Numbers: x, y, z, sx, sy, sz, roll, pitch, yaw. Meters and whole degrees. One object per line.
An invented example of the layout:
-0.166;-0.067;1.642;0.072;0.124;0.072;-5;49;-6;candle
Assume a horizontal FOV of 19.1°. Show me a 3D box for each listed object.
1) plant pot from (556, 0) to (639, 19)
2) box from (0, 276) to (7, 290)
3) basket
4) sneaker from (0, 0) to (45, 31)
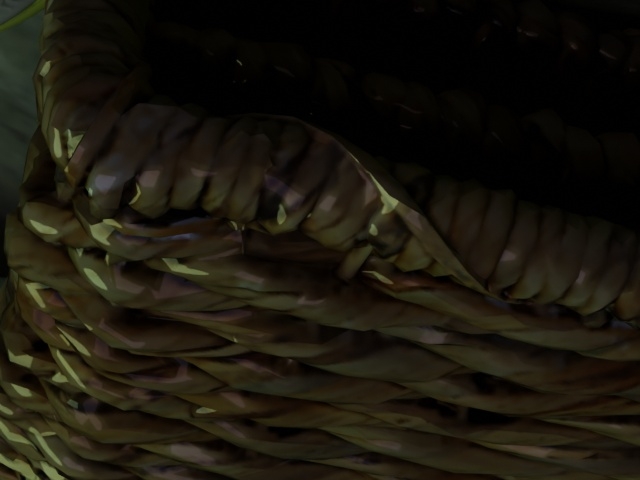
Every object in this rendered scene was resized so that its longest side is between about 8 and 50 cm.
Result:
0.204;-0.150;0.326;0.353;0.366;0.366;8;122;33;plant pot
-0.080;0.147;0.681;0.345;0.168;0.215;7;135;20;box
0.078;-0.013;0.477;0.299;0.213;0.223;13;146;-7;basket
-0.041;-0.141;0.582;0.240;0.126;0.091;-26;99;3;sneaker
